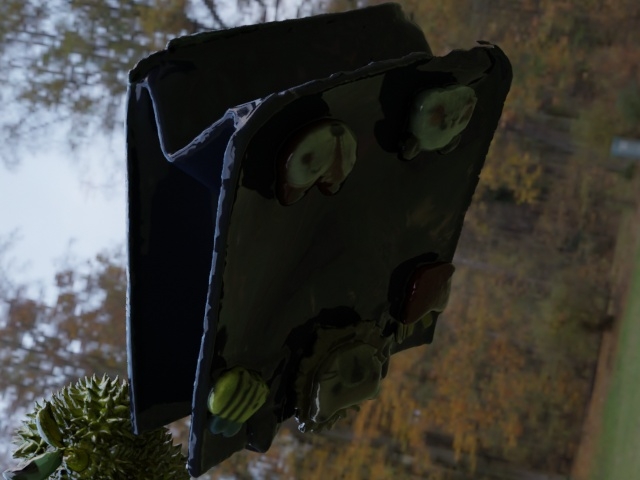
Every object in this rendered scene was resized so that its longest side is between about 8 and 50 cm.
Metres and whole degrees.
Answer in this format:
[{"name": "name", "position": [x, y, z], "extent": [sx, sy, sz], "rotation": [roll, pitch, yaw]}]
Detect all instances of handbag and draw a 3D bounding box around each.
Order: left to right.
[{"name": "handbag", "position": [0.000, 0.000, 0.874], "extent": [0.303, 0.122, 0.329], "rotation": [-21, -53, -43]}]

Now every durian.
[{"name": "durian", "position": [-0.181, 0.194, 0.954], "extent": [0.159, 0.146, 0.198], "rotation": [-132, 28, -60]}]
